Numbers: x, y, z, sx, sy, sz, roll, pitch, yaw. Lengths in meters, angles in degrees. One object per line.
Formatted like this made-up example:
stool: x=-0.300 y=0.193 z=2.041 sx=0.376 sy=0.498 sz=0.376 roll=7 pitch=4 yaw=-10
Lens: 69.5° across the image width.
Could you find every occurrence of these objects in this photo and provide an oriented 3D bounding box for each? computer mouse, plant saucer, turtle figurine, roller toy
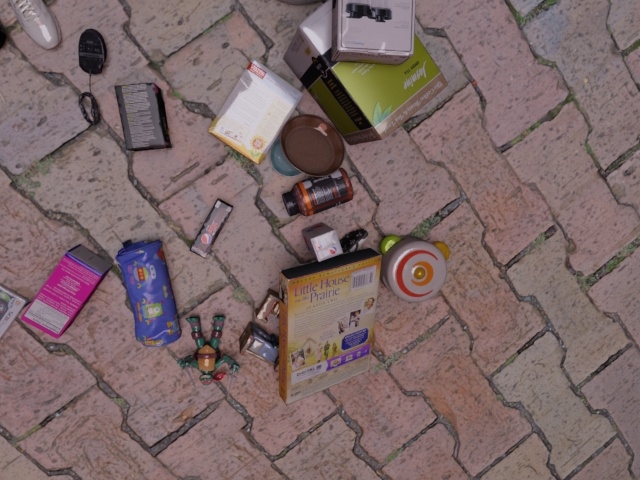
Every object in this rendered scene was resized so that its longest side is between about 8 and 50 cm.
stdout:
computer mouse: x=-0.604 y=-0.432 z=1.227 sx=0.071 sy=0.041 sz=0.242 roll=9 pitch=105 yaw=-3
plant saucer: x=-0.090 y=-0.248 z=1.355 sx=0.119 sy=0.021 sz=0.120 roll=-2 pitch=100 yaw=-11
turtle figurine: x=-0.336 y=0.342 z=1.362 sx=0.175 sy=0.118 sz=0.235 roll=0 pitch=84 yaw=-25
roller toy: x=0.283 y=0.087 z=1.416 sx=0.209 sy=0.146 sz=0.191 roll=5 pitch=99 yaw=-12
plant saucer: x=-0.025 y=-0.267 z=1.324 sx=0.198 sy=0.036 sz=0.199 roll=7 pitch=70 yaw=-20

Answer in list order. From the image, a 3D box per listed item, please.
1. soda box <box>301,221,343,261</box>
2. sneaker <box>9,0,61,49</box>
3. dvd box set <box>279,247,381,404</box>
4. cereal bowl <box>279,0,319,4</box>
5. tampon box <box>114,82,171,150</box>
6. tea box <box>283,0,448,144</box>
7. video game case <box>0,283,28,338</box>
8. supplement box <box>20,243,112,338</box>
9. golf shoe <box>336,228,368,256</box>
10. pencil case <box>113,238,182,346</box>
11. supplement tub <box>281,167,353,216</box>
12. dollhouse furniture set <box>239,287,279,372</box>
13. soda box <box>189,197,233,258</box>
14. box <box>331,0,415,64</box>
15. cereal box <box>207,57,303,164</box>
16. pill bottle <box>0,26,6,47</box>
soda box: x=0.000 y=0.000 z=1.313 sx=0.073 sy=0.216 sz=0.069 roll=-21 pitch=100 yaw=-6
sneaker: x=-0.735 y=-0.594 z=1.142 sx=0.090 sy=0.095 sz=0.235 roll=-26 pitch=104 yaw=-7
dvd box set: x=0.024 y=0.246 z=1.332 sx=0.307 sy=0.062 sz=0.421 roll=-14 pitch=120 yaw=-30
cereal bowl: x=-0.057 y=-0.814 z=1.207 sx=0.338 sy=0.141 sz=0.340 roll=-2 pitch=101 yaw=-9
tampon box: x=-0.465 y=-0.323 z=1.223 sx=0.101 sy=0.120 sz=0.161 roll=-8 pitch=101 yaw=-8
tea box: x=0.098 y=-0.442 z=1.200 sx=0.220 sy=0.329 sz=0.324 roll=-39 pitch=105 yaw=-3
video game case: x=-0.944 y=0.184 z=1.270 sx=0.190 sy=0.022 sz=0.173 roll=36 pitch=91 yaw=-14
supplement box: x=-0.690 y=0.138 z=1.263 sx=0.113 sy=0.111 sz=0.220 roll=37 pitch=92 yaw=-15
golf shoe: x=0.084 y=0.051 z=1.418 sx=0.198 sy=0.077 sz=0.094 roll=-45 pitch=115 yaw=6
pencil case: x=-0.483 y=0.147 z=1.298 sx=0.133 sy=0.119 sz=0.307 roll=-15 pitch=102 yaw=-23
supplement tub: x=-0.010 y=-0.135 z=1.346 sx=0.197 sy=0.106 sz=0.106 roll=-20 pitch=102 yaw=-7
dollhouse furniture set: x=-0.142 y=0.266 z=1.376 sx=0.129 sy=0.129 sz=0.184 roll=30 pitch=93 yaw=-14
soda box: x=-0.314 y=-0.036 z=1.330 sx=0.053 sy=0.060 sz=0.169 roll=30 pitch=92 yaw=-15
box: x=0.110 y=-0.532 z=0.974 sx=0.168 sy=0.087 sz=0.291 roll=-2 pitch=97 yaw=-10
cereal box: x=-0.183 y=-0.361 z=1.306 sx=0.172 sy=0.047 sz=0.240 roll=33 pitch=92 yaw=-14
pill bottle: x=-0.886 y=-0.556 z=1.104 sx=0.122 sy=0.123 sz=0.219 roll=-40 pitch=102 yaw=-2
